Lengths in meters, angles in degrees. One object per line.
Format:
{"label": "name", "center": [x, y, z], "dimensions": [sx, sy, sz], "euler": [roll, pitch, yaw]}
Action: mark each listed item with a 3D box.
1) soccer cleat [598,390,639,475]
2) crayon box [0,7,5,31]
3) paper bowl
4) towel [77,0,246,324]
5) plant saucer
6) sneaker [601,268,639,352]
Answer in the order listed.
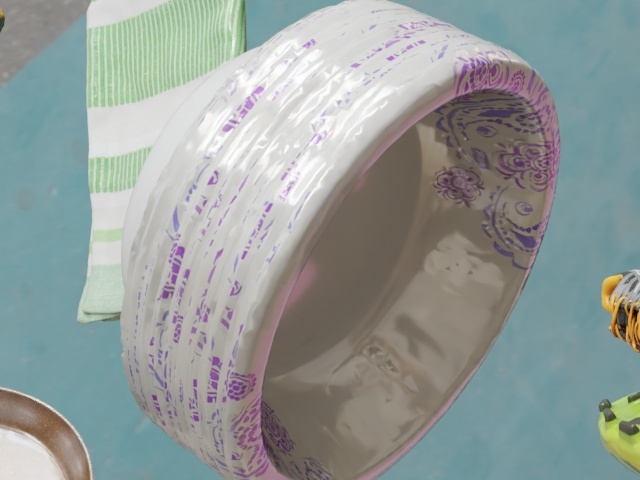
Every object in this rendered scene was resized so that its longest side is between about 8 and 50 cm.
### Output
{"label": "soccer cleat", "center": [0.270, 0.162, 0.896], "dimensions": [0.093, 0.289, 0.121], "euler": [-26, 104, -14]}
{"label": "crayon box", "center": [-0.245, -0.129, 0.440], "dimensions": [0.278, 0.165, 0.081], "euler": [32, 96, -25]}
{"label": "paper bowl", "center": [0.000, 0.000, 0.801], "dimensions": [0.284, 0.148, 0.284], "euler": [-38, 144, -35]}
{"label": "towel", "center": [-0.144, -0.095, 1.238], "dimensions": [0.038, 0.248, 0.325], "euler": [9, 76, -37]}
{"label": "plant saucer", "center": [-0.227, 0.163, 0.879], "dimensions": [0.168, 0.168, 0.029], "euler": [-41, 150, -37]}
{"label": "sneaker", "center": [0.300, 0.072, 1.260], "dimensions": [0.215, 0.083, 0.084], "euler": [-46, 134, -78]}
